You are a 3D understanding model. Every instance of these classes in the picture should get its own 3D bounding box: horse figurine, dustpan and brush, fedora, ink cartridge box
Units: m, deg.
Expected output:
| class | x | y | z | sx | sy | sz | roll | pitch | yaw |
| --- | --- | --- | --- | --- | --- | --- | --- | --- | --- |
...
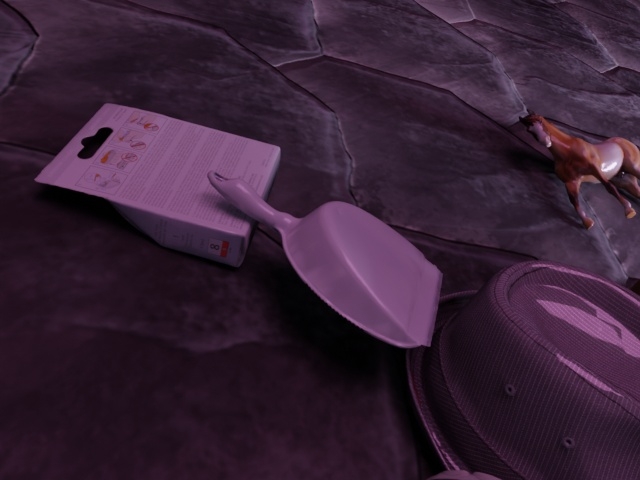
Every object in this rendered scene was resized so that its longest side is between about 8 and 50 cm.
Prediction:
| class | x | y | z | sx | sy | sz | roll | pitch | yaw |
| --- | --- | --- | --- | --- | --- | --- | --- | --- | --- |
| horse figurine | 0.402 | -0.093 | 0.868 | 0.263 | 0.066 | 0.174 | -1 | 52 | -25 |
| dustpan and brush | 0.000 | 0.000 | 0.518 | 0.211 | 0.060 | 0.147 | 43 | 26 | -4 |
| fedora | 0.201 | 0.116 | 0.481 | 0.244 | 0.124 | 0.275 | -18 | 55 | -39 |
| ink cartridge box | -0.138 | -0.055 | 0.574 | 0.179 | 0.045 | 0.145 | 13 | 40 | 1 |

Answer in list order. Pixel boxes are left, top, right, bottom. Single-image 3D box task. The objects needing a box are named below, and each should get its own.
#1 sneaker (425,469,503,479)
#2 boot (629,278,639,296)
| class | x | y | z | sx | sy | sz | roll | pitch | yaw |
| --- | --- | --- | --- | --- | --- | --- | --- | --- | --- |
| sneaker | 0.120 | 0.247 | 0.313 | 0.118 | 0.107 | 0.279 | -14 | 52 | -31 |
| boot | 0.456 | 0.045 | 0.558 | 0.220 | 0.283 | 0.109 | 8 | 63 | -27 |
